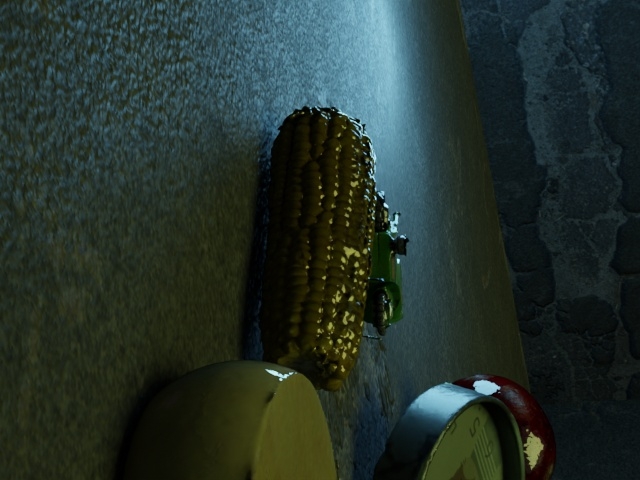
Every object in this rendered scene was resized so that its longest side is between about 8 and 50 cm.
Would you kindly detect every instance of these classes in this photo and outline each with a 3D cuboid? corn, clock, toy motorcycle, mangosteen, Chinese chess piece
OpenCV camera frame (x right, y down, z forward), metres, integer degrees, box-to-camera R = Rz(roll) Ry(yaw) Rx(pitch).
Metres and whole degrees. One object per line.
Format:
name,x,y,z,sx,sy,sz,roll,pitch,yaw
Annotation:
corn,0.000,0.000,1.167,0.115,0.115,0.318,67,22,-51
clock,0.162,0.343,1.534,0.325,0.067,0.325,-12,104,-55
toy motorcycle,0.077,0.035,1.546,0.106,0.074,0.190,76,13,-68
mangosteen,0.216,0.306,1.771,0.257,0.215,0.215,-5,89,-47
Chinese chess piece,-0.057,0.210,0.875,0.251,0.097,0.251,-5,90,-75

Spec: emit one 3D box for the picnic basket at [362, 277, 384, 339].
picnic basket,0.029,0.072,1.308,0.083,0.083,0.065,-1,91,-73
